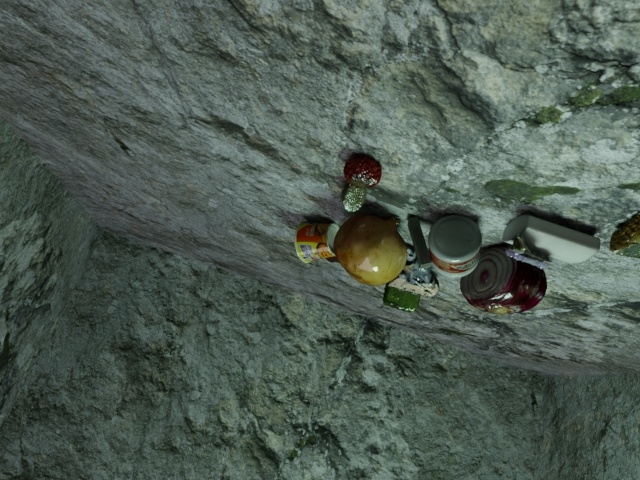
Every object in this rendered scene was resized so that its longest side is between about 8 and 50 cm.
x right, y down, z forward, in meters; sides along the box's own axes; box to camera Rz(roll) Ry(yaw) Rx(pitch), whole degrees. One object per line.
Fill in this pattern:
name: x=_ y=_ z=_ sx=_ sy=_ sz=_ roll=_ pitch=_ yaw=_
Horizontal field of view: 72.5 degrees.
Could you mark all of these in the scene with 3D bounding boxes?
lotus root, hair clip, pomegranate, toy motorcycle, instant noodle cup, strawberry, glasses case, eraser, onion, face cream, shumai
lotus root: x=0.507 y=0.212 z=2.330 sx=0.260 sy=0.074 sz=0.170 roll=18 pitch=126 yaw=7
hair clip: x=0.746 y=0.048 z=1.566 sx=0.292 sy=0.084 sz=0.106 roll=21 pitch=-173 yaw=-38
pomegranate: x=0.228 y=0.024 z=1.893 sx=0.338 sy=0.338 sz=0.338 roll=15 pitch=159 yaw=6
toy motorcycle: x=0.480 y=0.134 z=2.159 sx=0.173 sy=0.108 sz=0.307 roll=6 pitch=143 yaw=31
instant noodle cup: x=0.000 y=0.000 z=2.136 sx=0.174 sy=0.213 sz=0.213 roll=-6 pitch=150 yaw=29
strawberry: x=0.149 y=-0.237 z=1.554 sx=0.145 sy=0.086 sz=0.145 roll=16 pitch=161 yaw=6
glasses case: x=0.408 y=0.009 z=1.802 sx=0.047 sy=0.205 sz=0.071 roll=-14 pitch=161 yaw=2
eraser: x=0.830 y=-0.003 z=1.583 sx=0.270 sy=0.095 sz=0.174 roll=19 pitch=164 yaw=0
onion: x=0.786 y=0.179 z=1.849 sx=0.260 sy=0.282 sz=0.336 roll=23 pitch=145 yaw=-21
face cream: x=0.533 y=0.024 z=1.737 sx=0.201 sy=0.201 sz=0.187 roll=9 pitch=158 yaw=21
shumai: x=0.122 y=-0.183 z=1.736 sx=0.099 sy=0.124 sz=0.087 roll=7 pitch=-154 yaw=-27

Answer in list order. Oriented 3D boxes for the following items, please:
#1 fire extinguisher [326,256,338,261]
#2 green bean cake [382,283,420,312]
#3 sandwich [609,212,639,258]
fire extinguisher: x=0.144 y=0.041 z=2.236 sx=0.138 sy=0.102 sz=0.344 roll=31 pitch=156 yaw=-28
green bean cake: x=0.459 y=0.286 z=2.449 sx=0.200 sy=0.214 sz=0.113 roll=15 pitch=163 yaw=6
sandwich: x=1.090 y=-0.021 z=1.322 sx=0.271 sy=0.099 sz=0.301 roll=14 pitch=158 yaw=10
